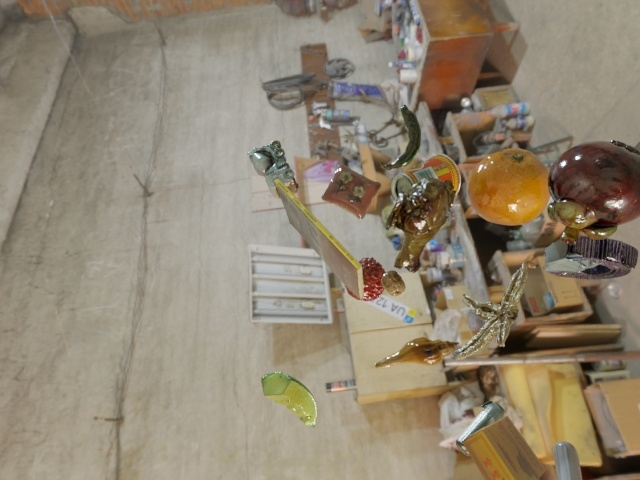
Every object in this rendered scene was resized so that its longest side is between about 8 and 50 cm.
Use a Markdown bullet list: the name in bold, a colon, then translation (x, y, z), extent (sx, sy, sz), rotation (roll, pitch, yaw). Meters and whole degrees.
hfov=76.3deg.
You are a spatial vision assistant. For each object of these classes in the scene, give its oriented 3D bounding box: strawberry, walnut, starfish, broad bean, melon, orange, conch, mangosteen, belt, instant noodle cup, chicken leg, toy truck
- **strawberry**: translation (0.185, 0.194, 1.969), extent (0.234, 0.178, 0.234), rotation (-1, 89, 52)
- **walnut**: translation (0.258, 0.151, 1.454), extent (0.096, 0.082, 0.079), rotation (57, 144, 23)
- **starfish**: translation (0.675, 0.282, 1.606), extent (0.324, 0.082, 0.432), rotation (-41, 14, 54)
- **broad bean**: translation (0.365, -0.433, 1.759), extent (0.049, 0.144, 0.292), rotation (1, -71, -65)
- **melon**: translation (-0.119, 0.731, 1.880), extent (0.323, 0.196, 0.124), rotation (50, -133, -28)
- **orange**: translation (0.732, -0.207, 1.589), extent (0.312, 0.312, 0.312), rotation (-6, -90, -88)
- **conch**: translation (0.366, 0.433, 1.551), extent (0.093, 0.330, 0.109), rotation (62, -167, -78)
- **mangosteen**: translation (0.501, -0.084, 0.748), extent (0.200, 0.200, 0.200), rotation (-6, -90, -88)
- **belt**: translation (1.009, 0.070, 1.556), extent (0.325, 0.260, 0.122), rotation (111, 172, -78)
- **instant noodle cup**: translation (0.386, -0.210, 1.536), extent (0.193, 0.212, 0.193), rotation (42, 142, 44)
- **chicken leg**: translation (0.300, -0.036, 1.324), extent (0.140, 0.211, 0.361), rotation (-110, 32, -52)
- **toy truck**: translation (-0.189, -0.281, 1.605), extent (0.108, 0.140, 0.256), rotation (74, 173, -61)

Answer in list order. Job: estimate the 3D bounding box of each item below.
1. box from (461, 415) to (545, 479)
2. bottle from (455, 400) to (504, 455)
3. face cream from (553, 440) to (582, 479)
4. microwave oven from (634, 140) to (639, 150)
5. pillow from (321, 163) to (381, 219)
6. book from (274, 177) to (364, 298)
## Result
- **box**: translation (0.525, 0.613, 1.157), extent (0.274, 0.076, 0.174), rotation (17, -147, -50)
- **bottle**: translation (0.679, 0.796, 1.739), extent (0.096, 0.254, 0.079), rotation (41, 161, 35)
- **face cream**: translation (0.859, 0.883, 1.389), extent (0.163, 0.080, 0.336), rotation (61, -146, -34)
- **microwave oven**: translation (1.063, -0.104, 1.068), extent (0.236, 0.432, 0.374), rotation (-54, 0, 18)
- **pillow**: translation (0.116, -0.184, 1.513), extent (0.171, 0.179, 0.075), rotation (-61, -3, -14)
- **book**: translation (0.000, 0.000, 1.223), extent (0.374, 0.028, 0.262), rotation (48, 167, 24)
